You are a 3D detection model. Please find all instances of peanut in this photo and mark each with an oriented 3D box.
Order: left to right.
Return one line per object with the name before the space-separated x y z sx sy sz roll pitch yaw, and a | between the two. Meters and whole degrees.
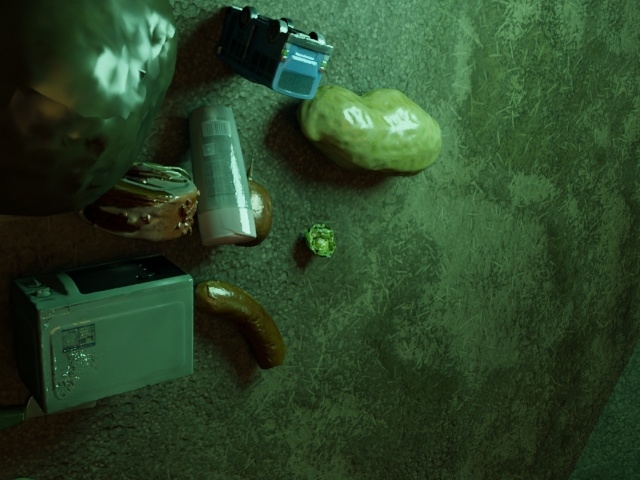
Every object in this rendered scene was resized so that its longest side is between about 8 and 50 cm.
peanut | 0.113 -0.242 1.860 0.387 0.169 0.192 6 98 -38

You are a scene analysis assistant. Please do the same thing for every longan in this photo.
longan | -0.431 -0.251 1.291 0.404 0.404 0.436 46 44 -39

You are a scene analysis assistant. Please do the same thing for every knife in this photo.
knife | -0.557 0.325 1.660 0.260 0.034 0.063 -9 106 -42

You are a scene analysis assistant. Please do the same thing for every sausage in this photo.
sausage | -0.169 0.173 1.862 0.103 0.076 0.302 -50 129 -12

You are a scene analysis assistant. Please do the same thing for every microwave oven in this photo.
microwave oven | -0.410 0.162 1.605 0.295 0.181 0.237 -11 115 -34

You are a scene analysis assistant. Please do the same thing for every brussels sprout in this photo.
brussels sprout | 0.000 0.000 1.943 0.085 0.058 0.085 4 77 -18

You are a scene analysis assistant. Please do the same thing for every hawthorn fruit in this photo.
hawthorn fruit | -0.159 -0.069 1.744 0.149 0.149 0.189 50 61 -38

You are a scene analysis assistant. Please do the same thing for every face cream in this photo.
face cream | -0.195 -0.124 1.639 0.107 0.073 0.269 -7 75 -13

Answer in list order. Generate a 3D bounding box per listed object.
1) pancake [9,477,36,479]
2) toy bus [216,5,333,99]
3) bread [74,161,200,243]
pancake | -0.610 0.536 1.699 0.139 0.022 0.139 -14 114 -33
toy bus | -0.096 -0.359 1.618 0.116 0.234 0.133 6 111 -39
bread | -0.330 -0.083 1.555 0.224 0.212 0.142 0 111 -36
